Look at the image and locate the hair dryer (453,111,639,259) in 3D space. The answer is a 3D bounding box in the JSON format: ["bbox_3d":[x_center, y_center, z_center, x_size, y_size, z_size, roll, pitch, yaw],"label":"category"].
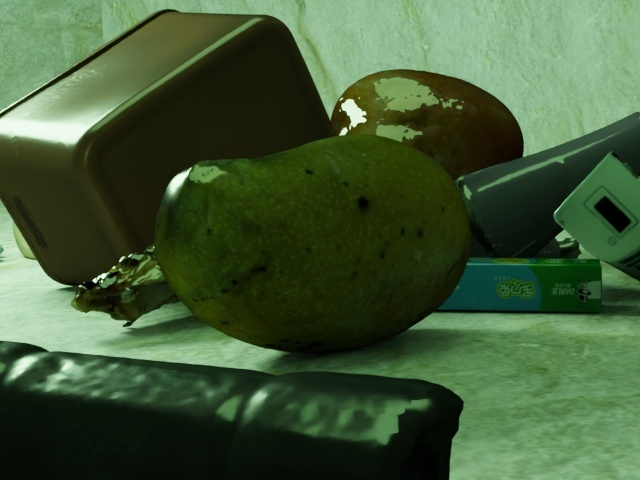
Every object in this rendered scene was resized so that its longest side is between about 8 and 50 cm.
[{"bbox_3d":[0.274,-0.026,1.423,0.301,0.121,0.361,-28,-17,15],"label":"hair dryer"}]

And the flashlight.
[{"bbox_3d":[-0.137,0.089,0.579,0.424,0.103,0.103,2,6,25],"label":"flashlight"}]

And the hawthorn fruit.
[{"bbox_3d":[0.153,-0.102,1.623,0.300,0.268,0.268,-1,5,-3],"label":"hawthorn fruit"}]

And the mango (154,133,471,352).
[{"bbox_3d":[0.003,0.008,0.977,0.175,0.177,0.329,-13,1,38],"label":"mango"}]

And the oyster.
[{"bbox_3d":[-0.106,0.026,1.185,0.345,0.079,0.128,-8,-11,-45],"label":"oyster"}]

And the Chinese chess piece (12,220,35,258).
[{"bbox_3d":[-0.344,-0.030,1.864,0.273,0.102,0.273,-3,7,0],"label":"Chinese chess piece"}]

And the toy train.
[{"bbox_3d":[0.346,-0.005,1.279,0.088,0.086,0.407,45,11,21],"label":"toy train"}]

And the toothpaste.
[{"bbox_3d":[0.150,0.044,1.212,0.266,0.050,0.065,0,3,12],"label":"toothpaste"}]

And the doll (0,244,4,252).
[{"bbox_3d":[-0.546,0.003,1.817,0.120,0.075,0.180,42,-2,-38],"label":"doll"}]

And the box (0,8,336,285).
[{"bbox_3d":[-0.179,-0.107,1.399,0.339,0.239,0.229,-40,29,-28],"label":"box"}]
